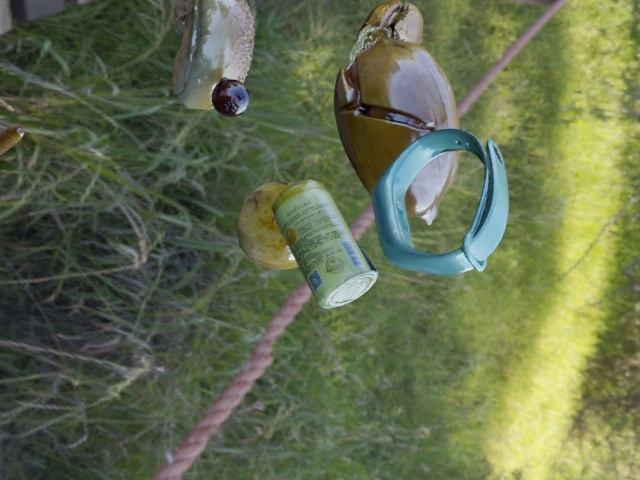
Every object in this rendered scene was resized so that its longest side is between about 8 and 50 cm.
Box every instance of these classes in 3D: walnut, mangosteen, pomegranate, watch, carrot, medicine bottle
[{"bbox_3d":[0.139,-0.172,1.418,0.209,0.209,0.336,-47,123,-46],"label":"walnut"},{"bbox_3d":[-0.181,-0.291,1.709,0.081,0.081,0.081,-42,139,-51],"label":"mangosteen"},{"bbox_3d":[-0.099,-0.038,2.227,0.260,0.260,0.260,-42,139,-51],"label":"pomegranate"},{"bbox_3d":[0.170,-0.049,1.181,0.068,0.195,0.237,47,29,-43],"label":"watch"},{"bbox_3d":[-0.577,-0.167,1.485,0.043,0.248,0.043,8,77,-39],"label":"carrot"},{"bbox_3d":[0.000,0.000,1.551,0.124,0.239,0.124,-23,156,-11],"label":"medicine bottle"}]

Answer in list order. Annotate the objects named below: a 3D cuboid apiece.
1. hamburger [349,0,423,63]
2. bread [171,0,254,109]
[{"bbox_3d":[0.173,-0.488,2.009,0.156,0.144,0.283,-54,180,-14],"label":"hamburger"},{"bbox_3d":[-0.224,-0.455,1.806,0.192,0.171,0.314,130,-40,-55],"label":"bread"}]
